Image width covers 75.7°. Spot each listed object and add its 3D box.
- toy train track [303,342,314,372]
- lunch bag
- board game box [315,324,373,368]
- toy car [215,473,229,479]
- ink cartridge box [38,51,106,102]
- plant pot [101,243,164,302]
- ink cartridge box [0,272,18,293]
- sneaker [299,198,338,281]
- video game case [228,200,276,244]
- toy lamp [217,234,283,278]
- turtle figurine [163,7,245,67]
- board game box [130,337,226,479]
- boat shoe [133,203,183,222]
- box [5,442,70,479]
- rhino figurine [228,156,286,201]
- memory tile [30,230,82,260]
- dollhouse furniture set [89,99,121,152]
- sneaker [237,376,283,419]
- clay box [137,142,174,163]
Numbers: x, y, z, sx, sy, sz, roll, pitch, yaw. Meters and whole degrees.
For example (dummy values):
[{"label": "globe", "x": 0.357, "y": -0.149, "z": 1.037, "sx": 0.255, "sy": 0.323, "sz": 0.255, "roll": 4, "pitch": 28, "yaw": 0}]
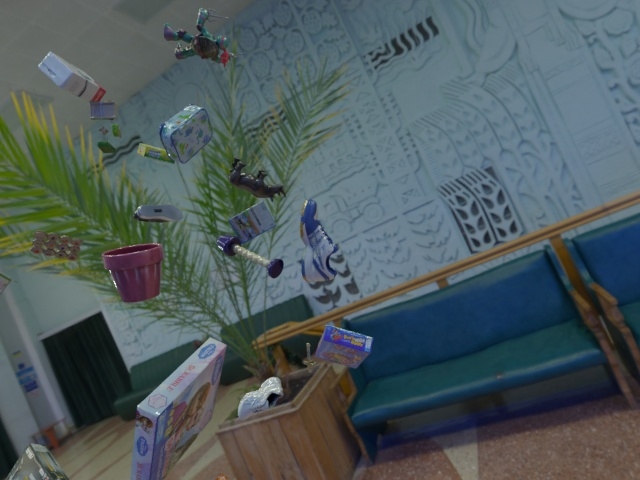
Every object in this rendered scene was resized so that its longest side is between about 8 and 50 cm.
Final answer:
[{"label": "toy train track", "x": -0.029, "y": 0.332, "z": 1.169, "sx": 0.014, "sy": 0.084, "sz": 0.048, "roll": -7, "pitch": 5, "yaw": -41}, {"label": "lunch bag", "x": -0.544, "y": -0.431, "z": 1.679, "sx": 0.219, "sy": 0.090, "sz": 0.176, "roll": -55, "pitch": -23, "yaw": -30}, {"label": "board game box", "x": 0.111, "y": 0.544, "z": 2.082, "sx": 0.233, "sy": 0.078, "sz": 0.347, "roll": 16, "pitch": -30, "yaw": 1}, {"label": "toy car", "x": -0.254, "y": 0.703, "z": 1.122, "sx": 0.060, "sy": 0.122, "sz": 0.040, "roll": -44, "pitch": -7, "yaw": 2}, {"label": "ink cartridge box", "x": -0.764, "y": -0.497, "z": 1.274, "sx": 0.063, "sy": 0.109, "sz": 0.150, "roll": -50, "pitch": -7, "yaw": 4}, {"label": "plant pot", "x": -0.656, "y": 0.117, "z": 1.472, "sx": 0.201, "sy": 0.181, "sz": 0.201, "roll": -6, "pitch": 9, "yaw": 1}, {"label": "ink cartridge box", "x": -0.951, "y": 0.100, "z": 1.150, "sx": 0.062, "sy": 0.108, "sz": 0.209, "roll": -67, "pitch": 9, "yaw": -23}, {"label": "sneaker", "x": 0.000, "y": 0.000, "z": 1.465, "sx": 0.130, "sy": 0.297, "sz": 0.112, "roll": -1, "pitch": 11, "yaw": 14}, {"label": "video game case", "x": -0.287, "y": -0.075, "z": 1.732, "sx": 0.166, "sy": 0.119, "sz": 0.015, "roll": -29, "pitch": 3, "yaw": -5}, {"label": "toy lamp", "x": -0.253, "y": 0.047, "z": 1.447, "sx": 0.274, "sy": 0.080, "sz": 0.080, "roll": 22, "pitch": 25, "yaw": 27}, {"label": "turtle figurine", "x": -0.366, "y": -0.633, "z": 1.306, "sx": 0.233, "sy": 0.175, "sz": 0.118, "roll": 4, "pitch": 46, "yaw": 12}, {"label": "board game box", "x": -0.400, "y": 0.495, "z": 1.181, "sx": 0.318, "sy": 0.065, "sz": 0.319, "roll": -46, "pitch": -26, "yaw": -63}, {"label": "boat shoe", "x": -0.718, "y": -0.110, "z": 1.821, "sx": 0.076, "sy": 0.080, "sz": 0.228, "roll": -25, "pitch": -9, "yaw": 30}, {"label": "box", "x": -0.803, "y": 0.703, "z": 1.138, "sx": 0.230, "sy": 0.056, "sz": 0.183, "roll": 12, "pitch": 67, "yaw": 40}, {"label": "rhino figurine", "x": -0.244, "y": -0.223, "z": 1.600, "sx": 0.106, "sy": 0.243, "sz": 0.073, "roll": -61, "pitch": 12, "yaw": 17}, {"label": "memory tile", "x": -0.927, "y": 0.021, "z": 1.449, "sx": 0.147, "sy": 0.012, "sz": 0.113, "roll": 16, "pitch": -56, "yaw": -33}, {"label": "dollhouse furniture set", "x": -0.665, "y": -0.355, "z": 1.282, "sx": 0.075, "sy": 0.152, "sz": 0.058, "roll": -6, "pitch": -6, "yaw": -10}, {"label": "sneaker", "x": -0.259, "y": 0.699, "z": 1.775, "sx": 0.232, "sy": 0.090, "sz": 0.115, "roll": -41, "pitch": 31, "yaw": -3}, {"label": "clay box", "x": -0.715, "y": -0.380, "z": 1.802, "sx": 0.127, "sy": 0.053, "sz": 0.222, "roll": 10, "pitch": 8, "yaw": -34}]
